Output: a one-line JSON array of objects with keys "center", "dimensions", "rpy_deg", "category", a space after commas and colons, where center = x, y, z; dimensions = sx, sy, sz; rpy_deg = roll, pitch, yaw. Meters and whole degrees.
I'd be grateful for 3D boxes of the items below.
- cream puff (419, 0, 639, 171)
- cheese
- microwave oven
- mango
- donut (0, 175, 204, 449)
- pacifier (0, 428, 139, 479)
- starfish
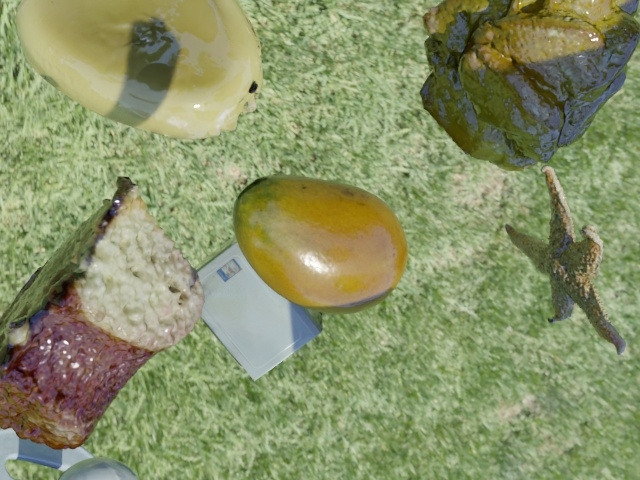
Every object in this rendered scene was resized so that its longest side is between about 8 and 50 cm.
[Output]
[{"center": [0.206, -0.189, 0.738], "dimensions": [0.244, 0.196, 0.244], "rpy_deg": [-49, 168, -14], "category": "cream puff"}, {"center": [-0.215, -0.254, 0.929], "dimensions": [0.316, 0.128, 0.259], "rpy_deg": [43, 85, 4], "category": "cheese"}, {"center": [-0.113, 0.098, 1.215], "dimensions": [0.163, 0.129, 0.205], "rpy_deg": [-35, 99, 9], "category": "microwave oven"}, {"center": [0.002, 0.006, 0.816], "dimensions": [0.221, 0.120, 0.152], "rpy_deg": [8, 71, -35], "category": "mango"}, {"center": [-0.190, 0.065, 0.583], "dimensions": [0.126, 0.144, 0.187], "rpy_deg": [46, 56, -20], "category": "donut"}, {"center": [-0.231, 0.281, 0.661], "dimensions": [0.238, 0.287, 0.226], "rpy_deg": [28, 123, -30], "category": "pacifier"}, {"center": [0.339, 0.014, 1.016], "dimensions": [0.047, 0.295, 0.231], "rpy_deg": [-14, 125, -8], "category": "starfish"}]
